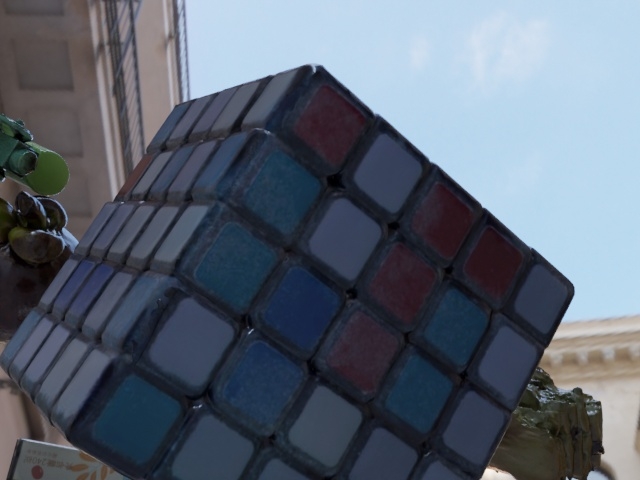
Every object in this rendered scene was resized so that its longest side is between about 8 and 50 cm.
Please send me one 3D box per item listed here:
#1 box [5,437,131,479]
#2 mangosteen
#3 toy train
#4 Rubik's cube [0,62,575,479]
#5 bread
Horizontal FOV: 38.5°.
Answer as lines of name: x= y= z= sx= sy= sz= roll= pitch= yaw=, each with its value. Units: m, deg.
box: x=-0.399 y=0.568 z=1.661 sx=0.385 sy=0.344 sz=0.122 roll=12 pitch=-23 yaw=-6
mangosteen: x=-0.452 y=0.029 z=1.366 sx=0.215 sy=0.215 sz=0.257 roll=8 pitch=-51 yaw=-8
toy train: x=-0.507 y=-0.144 z=1.437 sx=0.253 sy=0.105 sz=0.157 roll=24 pitch=-10 yaw=31
Rubik's cube: x=-0.037 y=0.071 z=0.723 sx=0.287 sy=0.292 sz=0.293 roll=38 pitch=-17 yaw=-23
bread: x=0.399 y=0.353 z=1.888 sx=0.314 sy=0.191 sz=0.370 roll=5 pitch=-50 yaw=38
